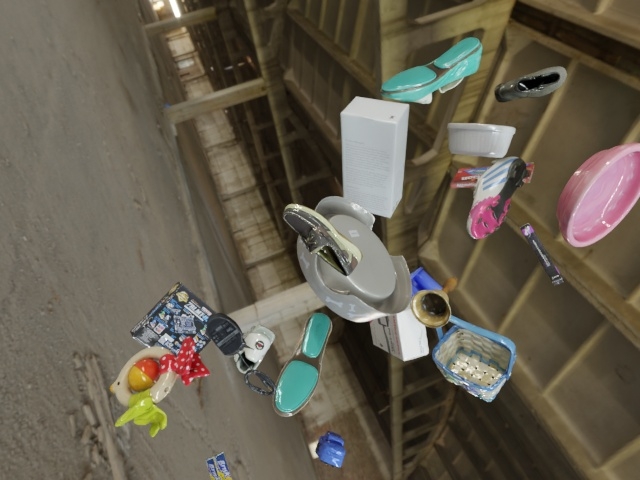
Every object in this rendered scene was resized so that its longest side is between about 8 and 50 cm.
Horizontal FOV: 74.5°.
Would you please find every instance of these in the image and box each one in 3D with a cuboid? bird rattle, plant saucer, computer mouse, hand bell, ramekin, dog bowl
[{"bbox_3d":[-0.421,0.342,1.056,0.207,0.253,0.143,17,-24,31],"label":"bird rattle"},{"bbox_3d":[0.827,-0.138,1.250,0.084,0.332,0.332,48,-22,46],"label":"plant saucer"},{"bbox_3d":[-0.185,0.271,1.004,0.242,0.071,0.041,55,4,-5],"label":"computer mouse"},{"bbox_3d":[0.397,0.170,1.365,0.126,0.242,0.126,14,-64,30],"label":"hand bell"},{"bbox_3d":[0.673,-0.424,1.787,0.273,0.273,0.127,-134,-134,-69],"label":"ramekin"},{"bbox_3d":[0.086,0.054,1.103,0.349,0.102,0.348,31,38,-28],"label":"dog bowl"}]

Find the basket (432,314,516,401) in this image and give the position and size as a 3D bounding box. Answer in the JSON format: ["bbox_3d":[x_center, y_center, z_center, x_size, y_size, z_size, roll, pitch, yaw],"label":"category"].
[{"bbox_3d":[0.495,0.367,1.351,0.255,0.201,0.289,22,-41,43],"label":"basket"}]

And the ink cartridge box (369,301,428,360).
[{"bbox_3d":[0.266,0.303,1.486,0.237,0.100,0.172,-179,-101,-71],"label":"ink cartridge box"}]

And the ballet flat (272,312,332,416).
[{"bbox_3d":[-0.045,0.355,1.191,0.108,0.316,0.106,26,-36,6],"label":"ballet flat"}]

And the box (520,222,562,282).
[{"bbox_3d":[0.585,0.039,1.111,0.116,0.029,0.162,18,45,-57],"label":"box"}]

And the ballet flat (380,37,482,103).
[{"bbox_3d":[0.254,-0.357,0.943,0.083,0.247,0.087,60,-2,44],"label":"ballet flat"}]

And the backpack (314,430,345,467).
[{"bbox_3d":[0.037,0.748,1.509,0.120,0.098,0.101,128,-20,-80],"label":"backpack"}]

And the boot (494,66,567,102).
[{"bbox_3d":[0.680,-0.482,1.289,0.161,0.247,0.083,-128,-160,-77],"label":"boot"}]

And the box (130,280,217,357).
[{"bbox_3d":[-0.620,0.384,1.866,0.295,0.293,0.073,49,-18,-29],"label":"box"}]

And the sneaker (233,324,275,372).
[{"bbox_3d":[-0.279,0.429,1.580,0.122,0.146,0.330,30,-33,-3],"label":"sneaker"}]

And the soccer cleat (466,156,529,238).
[{"bbox_3d":[0.571,-0.144,1.425,0.116,0.331,0.143,44,-14,-29],"label":"soccer cleat"}]

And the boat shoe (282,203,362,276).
[{"bbox_3d":[0.000,0.000,0.676,0.152,0.049,0.056,35,-32,-7],"label":"boat shoe"}]

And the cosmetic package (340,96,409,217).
[{"bbox_3d":[0.220,-0.334,1.737,0.230,0.161,0.453,17,-42,21],"label":"cosmetic package"}]

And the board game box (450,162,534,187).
[{"bbox_3d":[0.663,-0.251,1.627,0.281,0.145,0.027,0,-58,33],"label":"board game box"}]

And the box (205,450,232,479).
[{"bbox_3d":[-0.391,0.926,1.649,0.054,0.059,0.169,-1,62,-54],"label":"box"}]

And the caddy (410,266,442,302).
[{"bbox_3d":[0.377,0.260,1.867,0.179,0.241,0.341,42,-38,16],"label":"caddy"}]
